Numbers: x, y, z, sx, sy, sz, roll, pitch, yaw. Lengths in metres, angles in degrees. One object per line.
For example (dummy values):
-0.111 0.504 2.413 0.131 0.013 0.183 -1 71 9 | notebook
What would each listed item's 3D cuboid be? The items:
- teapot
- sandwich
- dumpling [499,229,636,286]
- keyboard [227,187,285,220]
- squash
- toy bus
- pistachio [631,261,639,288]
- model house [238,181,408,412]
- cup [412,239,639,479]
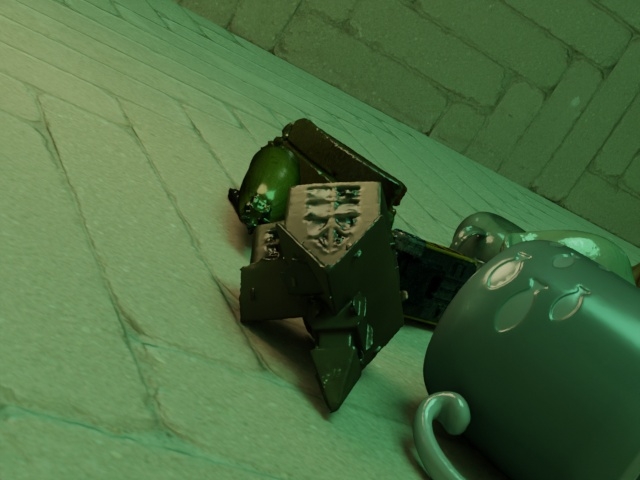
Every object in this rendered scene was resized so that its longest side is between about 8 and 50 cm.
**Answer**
0.329 0.036 1.967 0.294 0.129 0.193 14 23 -46 | teapot
0.053 -0.109 1.898 0.212 0.109 0.292 17 20 -45 | sandwich
0.397 0.119 1.719 0.321 0.270 0.212 4 -1 -15 | dumpling
0.000 0.000 1.600 0.310 0.018 0.101 24 16 -28 | keyboard
-0.072 -0.074 1.499 0.087 0.087 0.331 30 18 -7 | squash
0.119 0.048 1.495 0.336 0.121 0.123 17 8 -47 | toy bus
0.786 0.171 2.229 0.365 0.281 0.445 33 -3 44 | pistachio
-0.002 0.081 1.136 0.176 0.180 0.248 -5 43 9 | model house
0.241 0.174 1.148 0.357 0.259 0.274 -26 52 -37 | cup
